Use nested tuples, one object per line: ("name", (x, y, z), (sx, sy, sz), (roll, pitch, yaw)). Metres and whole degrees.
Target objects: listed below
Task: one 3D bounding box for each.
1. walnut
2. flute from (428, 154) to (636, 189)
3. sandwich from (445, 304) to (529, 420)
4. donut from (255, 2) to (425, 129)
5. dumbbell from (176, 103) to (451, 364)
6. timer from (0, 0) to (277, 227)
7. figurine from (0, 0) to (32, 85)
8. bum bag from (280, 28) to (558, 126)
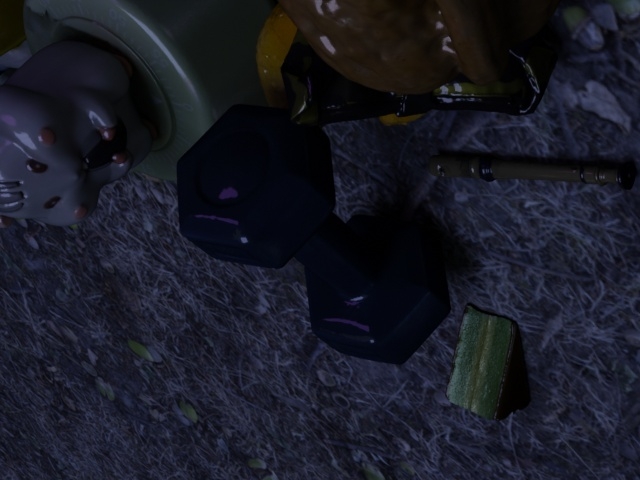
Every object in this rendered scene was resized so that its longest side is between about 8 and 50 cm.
("walnut", (0.070, -0.228, 1.153), (0.257, 0.224, 0.257), (61, -173, -12))
("flute", (0.187, -0.065, 1.408), (0.233, 0.027, 0.027), (7, 134, 47))
("sandwich", (0.190, 0.125, 1.661), (0.074, 0.074, 0.116), (22, 111, 34))
("donut", (0.020, -0.180, 1.407), (0.259, 0.101, 0.152), (-4, 120, 57))
("dumbbell", (0.000, 0.000, 1.489), (0.144, 0.160, 0.325), (-22, 146, 20))
("timer", (-0.223, -0.138, 1.522), (0.291, 0.315, 0.290), (29, 146, 22))
("figurine", (-0.412, -0.212, 1.793), (0.284, 0.204, 0.338), (7, 154, 9))
("bum bag", (0.082, -0.150, 1.277), (0.060, 0.233, 0.106), (111, 154, -76))
